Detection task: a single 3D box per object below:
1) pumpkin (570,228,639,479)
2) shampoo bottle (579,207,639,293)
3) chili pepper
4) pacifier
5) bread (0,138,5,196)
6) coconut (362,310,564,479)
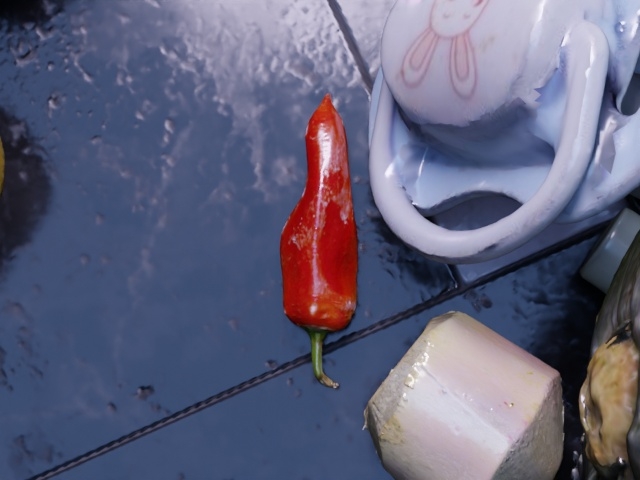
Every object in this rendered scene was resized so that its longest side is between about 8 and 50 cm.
[{"bbox_3d":[0.302,0.112,0.997,0.344,0.454,0.454,14,86,-13],"label":"pumpkin"},{"bbox_3d":[0.259,0.055,1.240,0.195,0.056,0.056,36,87,4],"label":"shampoo bottle"},{"bbox_3d":[-0.001,0.000,1.251,0.050,0.059,0.191,1,87,10],"label":"chili pepper"},{"bbox_3d":[0.159,-0.080,1.191,0.226,0.287,0.238,22,76,-34],"label":"pacifier"},{"bbox_3d":[-0.327,-0.001,1.205,0.261,0.156,0.158,-33,86,34],"label":"bread"},{"bbox_3d":[0.096,0.115,1.211,0.122,0.116,0.116,37,87,7],"label":"coconut"}]
